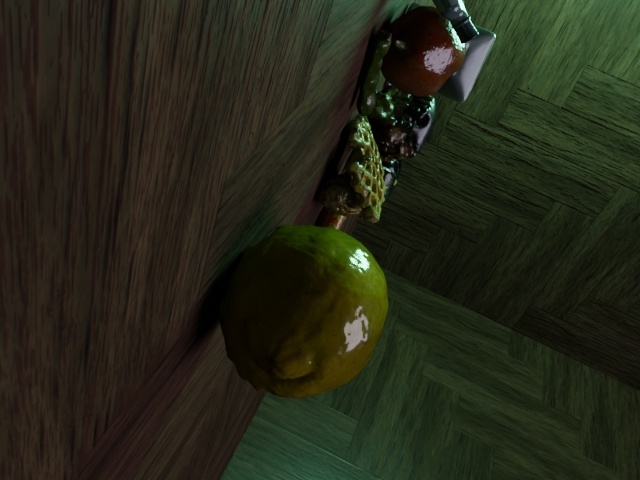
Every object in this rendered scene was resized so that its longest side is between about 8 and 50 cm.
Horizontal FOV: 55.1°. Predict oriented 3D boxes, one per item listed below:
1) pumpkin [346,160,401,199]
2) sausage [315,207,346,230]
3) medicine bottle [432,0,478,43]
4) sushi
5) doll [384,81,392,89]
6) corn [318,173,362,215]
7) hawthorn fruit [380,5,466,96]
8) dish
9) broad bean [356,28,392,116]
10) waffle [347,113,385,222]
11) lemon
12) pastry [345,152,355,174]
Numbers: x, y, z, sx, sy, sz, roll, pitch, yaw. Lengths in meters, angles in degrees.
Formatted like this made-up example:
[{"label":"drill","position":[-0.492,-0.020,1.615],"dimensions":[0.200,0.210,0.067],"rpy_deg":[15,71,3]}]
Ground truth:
[{"label":"pumpkin","position":[0.172,-0.214,1.996],"dimensions":[0.220,0.161,0.221],"rpy_deg":[21,90,-82]},{"label":"sausage","position":[0.000,0.000,1.784],"dimensions":[0.274,0.074,0.074],"rpy_deg":[-62,175,-12]},{"label":"medicine bottle","position":[0.261,-0.512,1.278],"dimensions":[0.053,0.208,0.090],"rpy_deg":[-24,-161,32]},{"label":"sushi","position":[0.198,-0.313,1.707],"dimensions":[0.200,0.213,0.204],"rpy_deg":[-35,145,-31]},{"label":"doll","position":[0.231,-0.464,1.904],"dimensions":[0.094,0.079,0.180],"rpy_deg":[-48,157,-16]},{"label":"corn","position":[0.066,-0.120,1.631],"dimensions":[0.119,0.119,0.322],"rpy_deg":[-66,169,13]},{"label":"hawthorn fruit","position":[0.215,-0.424,1.359],"dimensions":[0.251,0.199,0.199],"rpy_deg":[-20,137,-63]},{"label":"dish","position":[0.279,-0.470,1.509],"dimensions":[0.080,0.243,0.182],"rpy_deg":[-10,127,-63]},{"label":"broad bean","position":[0.113,-0.357,1.307],"dimensions":[0.052,0.053,0.256],"rpy_deg":[-21,157,-19]},{"label":"waffle","position":[0.118,-0.185,1.543],"dimensions":[0.250,0.056,0.261],"rpy_deg":[-68,143,-56]},{"label":"lemon","position":[-0.018,0.103,1.004],"dimensions":[0.316,0.285,0.285],"rpy_deg":[-36,159,-35]},{"label":"pastry","position":[0.121,-0.258,1.862],"dimensions":[0.080,0.056,0.140],"rpy_deg":[82,30,-64]}]
